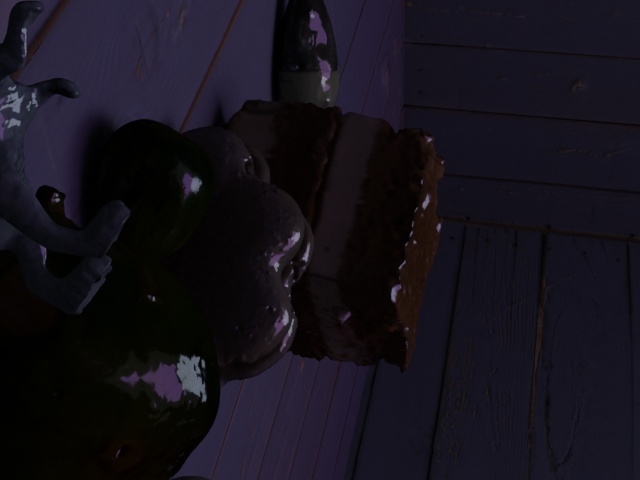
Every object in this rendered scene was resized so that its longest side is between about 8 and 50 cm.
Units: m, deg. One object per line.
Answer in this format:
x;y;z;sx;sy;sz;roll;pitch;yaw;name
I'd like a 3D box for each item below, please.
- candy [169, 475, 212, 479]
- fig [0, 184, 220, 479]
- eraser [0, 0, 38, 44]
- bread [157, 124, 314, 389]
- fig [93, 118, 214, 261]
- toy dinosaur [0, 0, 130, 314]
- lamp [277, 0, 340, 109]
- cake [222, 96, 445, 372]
-0.159;0.410;0.931;0.427;0.186;0.386;82;23;-73;candy
-0.177;0.071;0.719;0.195;0.195;0.245;85;-13;-48;fig
-0.232;-0.124;0.517;0.174;0.094;0.270;79;19;-51;eraser
-0.108;0.037;1.057;0.102;0.183;0.337;59;37;-61;bread
-0.165;-0.021;0.940;0.117;0.117;0.177;33;74;-78;fig
-0.146;0.018;0.480;0.076;0.129;0.383;-46;147;-65;toy dinosaur
-0.019;-0.273;1.561;0.101;0.101;0.250;-51;142;-71;lamp
0.000;0.000;1.299;0.256;0.290;0.282;77;22;-57;cake
